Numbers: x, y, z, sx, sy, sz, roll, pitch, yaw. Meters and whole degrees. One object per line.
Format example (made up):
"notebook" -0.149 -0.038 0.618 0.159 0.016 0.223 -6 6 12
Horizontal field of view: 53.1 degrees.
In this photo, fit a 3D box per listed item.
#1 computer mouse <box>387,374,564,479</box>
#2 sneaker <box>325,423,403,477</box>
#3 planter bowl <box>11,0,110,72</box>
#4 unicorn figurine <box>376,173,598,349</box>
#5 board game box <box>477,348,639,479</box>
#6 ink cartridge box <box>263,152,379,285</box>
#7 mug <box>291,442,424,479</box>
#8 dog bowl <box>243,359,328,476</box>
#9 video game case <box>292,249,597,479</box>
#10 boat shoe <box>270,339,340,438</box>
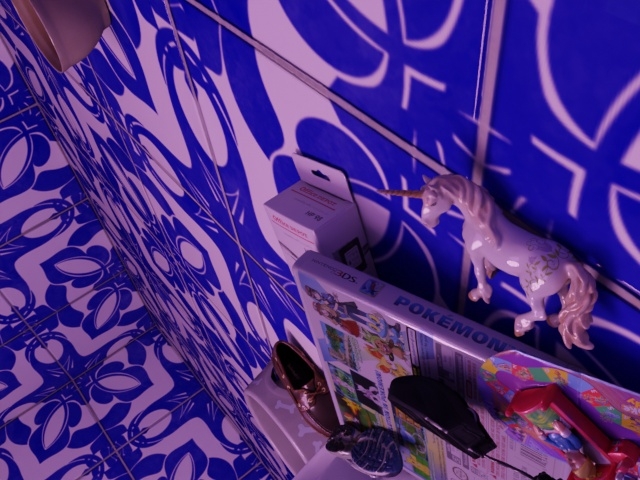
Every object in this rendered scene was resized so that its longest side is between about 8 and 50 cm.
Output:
"computer mouse" 0.141 0.160 0.511 0.071 0.041 0.242 46 165 -35
"sneaker" 0.064 0.259 0.774 0.058 0.052 0.135 44 160 -19
"planter bowl" -0.400 -0.359 1.000 0.162 0.109 0.162 46 158 25
"unicorn figurine" 0.131 0.009 0.472 0.162 0.060 0.111 21 142 32
"board game box" 0.190 0.151 0.484 0.169 0.033 0.133 17 141 34
"ink cartridge box" 0.000 0.000 0.724 0.104 0.060 0.180 28 147 49
"mug" 0.112 0.440 0.901 0.328 0.276 0.374 43 131 7
"dog bowl" -0.042 0.425 1.406 0.349 0.102 0.348 46 157 26
"video game case" 0.122 0.180 0.677 0.300 0.036 0.328 23 145 33
"boat shoe" -0.023 0.271 1.169 0.207 0.073 0.073 46 159 23
